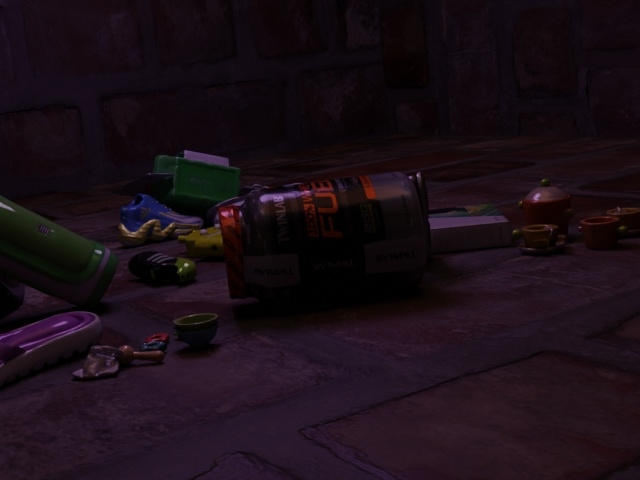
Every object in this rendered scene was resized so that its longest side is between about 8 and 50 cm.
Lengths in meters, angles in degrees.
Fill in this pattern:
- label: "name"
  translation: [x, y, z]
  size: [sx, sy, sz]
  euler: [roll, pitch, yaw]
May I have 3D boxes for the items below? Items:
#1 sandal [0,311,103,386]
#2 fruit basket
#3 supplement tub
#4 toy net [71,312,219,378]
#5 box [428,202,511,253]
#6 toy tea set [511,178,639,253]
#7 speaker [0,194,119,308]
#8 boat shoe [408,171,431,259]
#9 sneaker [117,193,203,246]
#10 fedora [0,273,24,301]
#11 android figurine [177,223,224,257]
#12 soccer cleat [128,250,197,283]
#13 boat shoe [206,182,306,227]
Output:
- label: "sandal"
  translation: [-0.511, 0.158, 1.421]
  size: [0.169, 0.102, 0.416]
  euler: [1, 13, 34]
- label: "fruit basket"
  translation: [-0.374, -0.144, 2.640]
  size: [0.327, 0.165, 0.353]
  euler: [9, -5, -26]
- label: "supplement tub"
  translation: [0.000, 0.000, 1.663]
  size: [0.338, 0.207, 0.207]
  euler: [-8, 11, -6]
- label: "toy net"
  translation: [-0.271, 0.154, 1.452]
  size: [0.232, 0.045, 0.122]
  euler: [-14, 13, -32]
- label: "box"
  translation: [0.225, -0.021, 2.029]
  size: [0.322, 0.058, 0.232]
  euler: [-5, 11, 2]
- label: "toy tea set"
  translation: [0.538, -0.060, 1.861]
  size: [0.336, 0.124, 0.200]
  euler: [-5, 11, 11]
- label: "speaker"
  translation: [-0.528, 0.014, 1.759]
  size: [0.297, 0.131, 0.131]
  euler: [28, 1, -18]
- label: "boat shoe"
  translation: [0.172, -0.040, 1.813]
  size: [0.069, 0.227, 0.081]
  euler: [-3, 50, 8]
- label: "sneaker"
  translation: [-0.407, -0.065, 2.446]
  size: [0.240, 0.126, 0.091]
  euler: [-16, 15, -39]
- label: "fedora"
  translation: [-0.704, 0.053, 1.898]
  size: [0.124, 0.243, 0.275]
  euler: [-38, 18, -4]
- label: "android figurine"
  translation: [-0.197, -0.005, 2.209]
  size: [0.273, 0.056, 0.248]
  euler: [1, 14, 28]
- label: "soccer cleat"
  translation: [-0.334, 0.058, 1.956]
  size: [0.179, 0.060, 0.072]
  euler: [4, 16, 32]
- label: "boat shoe"
  translation: [-0.139, -0.084, 2.427]
  size: [0.306, 0.113, 0.105]
  euler: [-21, 31, -23]
